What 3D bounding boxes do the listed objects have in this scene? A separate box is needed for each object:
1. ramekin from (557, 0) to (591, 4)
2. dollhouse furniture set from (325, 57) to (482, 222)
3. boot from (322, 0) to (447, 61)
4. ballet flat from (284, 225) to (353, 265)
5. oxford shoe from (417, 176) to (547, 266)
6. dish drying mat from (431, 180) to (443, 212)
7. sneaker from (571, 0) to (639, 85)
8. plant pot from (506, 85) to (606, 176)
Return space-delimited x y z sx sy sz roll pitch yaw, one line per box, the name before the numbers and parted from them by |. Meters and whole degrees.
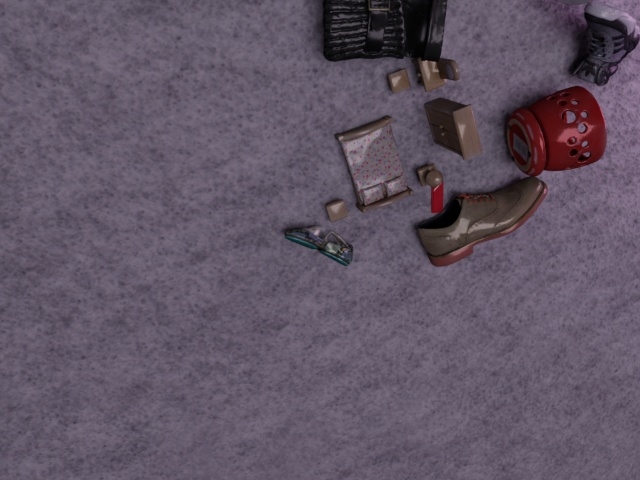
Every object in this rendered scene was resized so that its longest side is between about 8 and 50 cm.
ramekin | 0.562 -0.647 1.205 0.127 0.273 0.273 -27 115 -16
dollhouse furniture set | 0.156 -0.219 1.310 0.355 0.174 0.303 -22 114 -5
boot | 0.135 -0.544 1.208 0.260 0.131 0.348 6 90 5
ballet flat | 0.000 0.000 1.424 0.188 0.070 0.070 26 102 -23
oxford shoe | 0.406 -0.073 1.453 0.348 0.123 0.130 -34 114 1
dish drying mat | 0.299 -0.110 1.476 0.032 0.008 0.083 -8 112 -11
sneaker | 0.650 -0.447 1.341 0.268 0.101 0.153 2 123 -50
plant pot | 0.555 -0.256 1.386 0.174 0.191 0.191 -15 113 -2
